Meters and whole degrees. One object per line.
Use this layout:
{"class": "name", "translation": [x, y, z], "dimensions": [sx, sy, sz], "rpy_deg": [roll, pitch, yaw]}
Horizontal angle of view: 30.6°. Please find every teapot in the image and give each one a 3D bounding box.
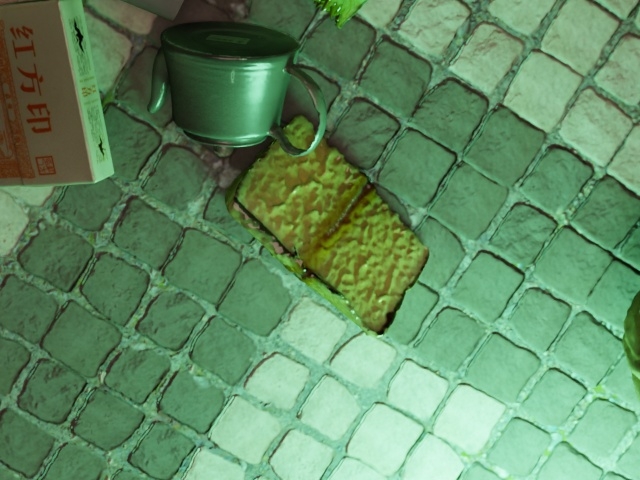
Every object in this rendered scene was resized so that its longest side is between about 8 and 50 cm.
{"class": "teapot", "translation": [-0.102, -0.166, 1.379], "dimensions": [0.239, 0.162, 0.149], "rpy_deg": [15, 114, 19]}

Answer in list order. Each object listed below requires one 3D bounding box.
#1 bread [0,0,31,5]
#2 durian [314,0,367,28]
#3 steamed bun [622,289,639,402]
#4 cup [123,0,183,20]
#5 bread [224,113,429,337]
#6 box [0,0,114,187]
{"class": "bread", "translation": [-0.376, -0.300, 1.363], "dimensions": [0.138, 0.077, 0.361], "rpy_deg": [-11, 105, 0]}
{"class": "durian", "translation": [0.044, -0.441, 1.317], "dimensions": [0.198, 0.163, 0.394], "rpy_deg": [18, 103, -14]}
{"class": "steamed bun", "translation": [0.542, 0.094, 1.442], "dimensions": [0.324, 0.230, 0.372], "rpy_deg": [5, 74, 9]}
{"class": "cup", "translation": [-0.208, -0.325, 1.380], "dimensions": [0.116, 0.074, 0.104], "rpy_deg": [23, 73, -13]}
{"class": "bread", "translation": [0.000, 0.000, 1.455], "dimensions": [0.266, 0.178, 0.142], "rpy_deg": [43, 129, -10]}
{"class": "box", "translation": [-0.418, -0.157, 1.335], "dimensions": [0.365, 0.051, 0.205], "rpy_deg": [-2, 105, 21]}
